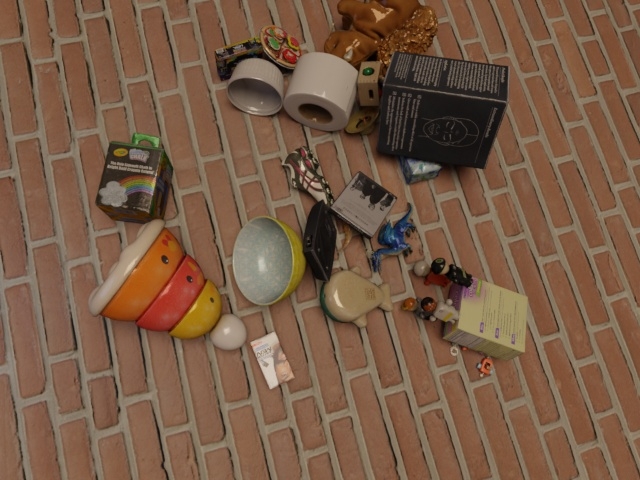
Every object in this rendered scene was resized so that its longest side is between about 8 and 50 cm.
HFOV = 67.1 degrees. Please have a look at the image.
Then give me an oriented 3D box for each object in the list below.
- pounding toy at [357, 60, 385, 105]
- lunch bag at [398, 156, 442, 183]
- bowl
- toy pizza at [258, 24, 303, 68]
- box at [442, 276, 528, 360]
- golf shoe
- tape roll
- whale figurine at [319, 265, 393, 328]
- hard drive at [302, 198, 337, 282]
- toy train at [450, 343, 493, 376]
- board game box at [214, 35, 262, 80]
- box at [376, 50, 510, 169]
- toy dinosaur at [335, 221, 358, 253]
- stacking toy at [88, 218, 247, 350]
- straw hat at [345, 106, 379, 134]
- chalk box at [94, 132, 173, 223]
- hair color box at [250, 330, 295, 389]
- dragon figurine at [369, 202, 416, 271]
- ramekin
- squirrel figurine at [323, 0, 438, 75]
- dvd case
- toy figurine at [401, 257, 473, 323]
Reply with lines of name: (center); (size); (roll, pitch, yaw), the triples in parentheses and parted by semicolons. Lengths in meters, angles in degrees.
pounding toy: (0.189, -0.559, 1.706); (0.100, 0.141, 0.130); (3, 60, 14)
lunch bag: (0.368, -0.305, 1.810); (0.129, 0.096, 0.151); (-13, 68, -9)
bowl: (-0.142, 0.066, 1.609); (0.156, 0.290, 0.289); (2, 73, -50)
toy pizza: (-0.142, -0.735, 1.818); (0.201, 0.032, 0.201); (19, 56, -31)
box: (0.569, 0.266, 1.663); (0.243, 0.117, 0.213); (20, 58, -3)
golf shoe: (-0.035, -0.204, 1.744); (0.120, 0.105, 0.272); (-28, 81, 10)
tape roll: (0.004, -0.527, 1.732); (0.246, 0.246, 0.169); (18, 76, -3)
whale figurine: (0.120, 0.198, 1.660); (0.272, 0.141, 0.216); (4, 69, -31)
hard drive: (0.000, 0.000, 1.618); (0.054, 0.172, 0.254); (-10, 40, 18)
toy train: (0.549, 0.396, 1.696); (0.166, 0.046, 0.125); (30, 75, 0)
board game box: (-0.299, -0.667, 1.777); (0.170, 0.141, 0.048); (-22, 79, -11)
box: (0.414, -0.449, 1.674); (0.396, 0.293, 0.211); (12, 54, 10)
toy dinosaur: (0.107, -0.045, 1.740); (0.112, 0.064, 0.211); (-4, 68, 5)
stacking toy: (-0.434, 0.191, 1.533); (0.480, 0.351, 0.350); (37, 75, -18)
straw hat: (0.170, -0.435, 1.823); (0.144, 0.145, 0.061); (-53, 130, -14)
chalk box: (-0.610, -0.216, 1.621); (0.180, 0.179, 0.288); (9, 76, -4)
hair color box: (-0.160, 0.396, 1.604); (0.093, 0.053, 0.167); (-24, 83, -12)
dragon figurine: (0.259, -0.022, 1.732); (0.144, 0.085, 0.289); (12, 78, -5)
ramekin: (-0.227, -0.556, 1.734); (0.207, 0.207, 0.108); (10, 67, -5)
squirrel figurine: (0.219, -0.752, 1.802); (0.397, 0.281, 0.370); (36, 82, 4)
dvd case: (0.156, -0.130, 1.725); (0.179, 0.029, 0.238); (36, 52, 1)
toy figurine: (0.387, 0.170, 1.642); (0.148, 0.213, 0.209); (26, 80, -13)
